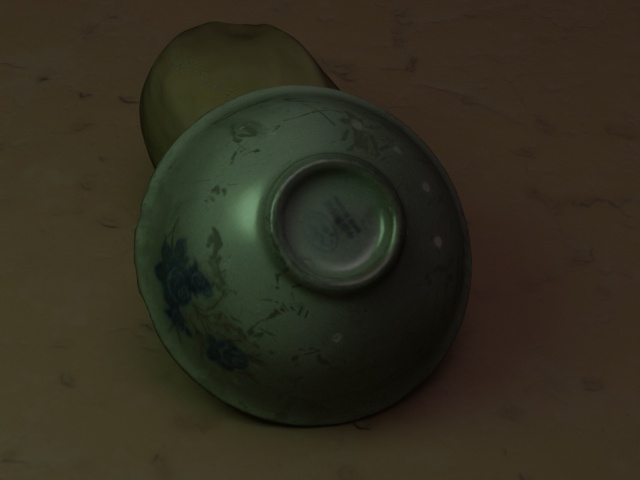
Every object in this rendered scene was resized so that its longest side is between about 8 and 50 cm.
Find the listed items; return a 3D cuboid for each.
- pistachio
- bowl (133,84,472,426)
[{"bbox_3d":[-0.071,-0.091,1.401,0.208,0.226,0.332,25,21,-45],"label":"pistachio"},{"bbox_3d":[0.000,0.000,1.200,0.313,0.146,0.313,2,80,-10],"label":"bowl"}]
